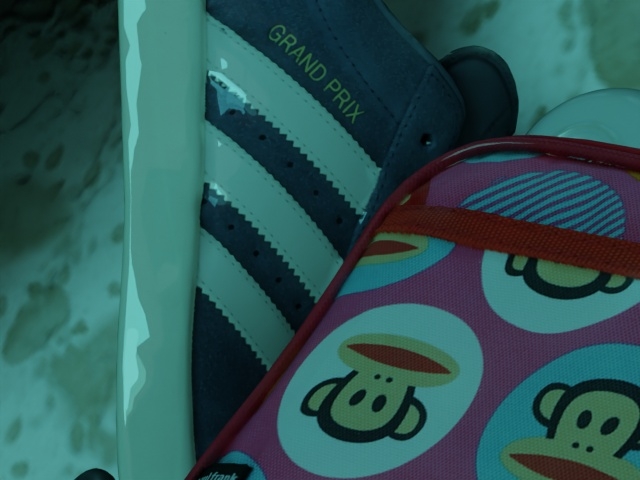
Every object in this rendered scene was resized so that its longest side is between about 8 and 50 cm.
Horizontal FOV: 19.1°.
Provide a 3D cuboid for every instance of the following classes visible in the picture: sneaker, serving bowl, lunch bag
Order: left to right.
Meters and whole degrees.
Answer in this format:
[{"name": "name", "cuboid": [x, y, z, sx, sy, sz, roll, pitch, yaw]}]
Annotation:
[{"name": "sneaker", "cuboid": [0.000, 0.000, 0.689, 0.148, 0.131, 0.350, 0, 82, -6]}, {"name": "serving bowl", "cuboid": [0.097, -0.020, 0.678, 0.083, 0.027, 0.083, -18, 57, 30]}, {"name": "lunch bag", "cuboid": [0.120, 0.076, 0.531, 0.293, 0.120, 0.258, 12, 52, 37]}]

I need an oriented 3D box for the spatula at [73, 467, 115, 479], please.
[{"name": "spatula", "cuboid": [-0.160, 0.194, 0.728, 0.296, 0.030, 0.084, -51, 44, 18]}]
